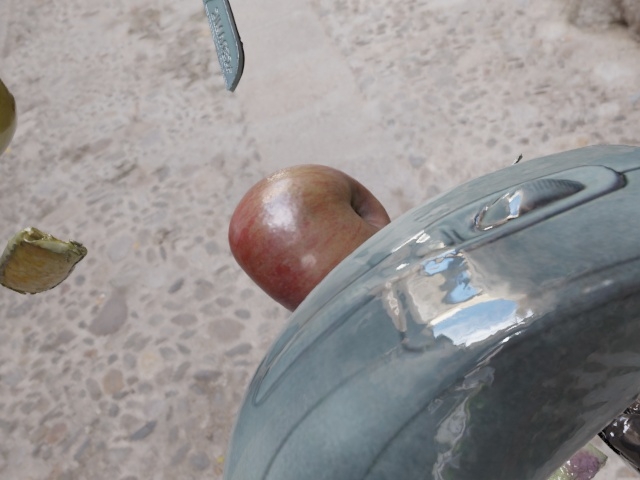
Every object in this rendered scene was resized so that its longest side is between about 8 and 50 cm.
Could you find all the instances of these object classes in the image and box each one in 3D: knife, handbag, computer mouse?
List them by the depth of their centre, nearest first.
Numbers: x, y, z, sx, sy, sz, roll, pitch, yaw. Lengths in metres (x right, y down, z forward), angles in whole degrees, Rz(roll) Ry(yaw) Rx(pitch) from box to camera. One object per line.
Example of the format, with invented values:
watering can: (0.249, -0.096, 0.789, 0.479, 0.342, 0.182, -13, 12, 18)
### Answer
computer mouse: (0.072, 0.056, 0.469, 0.371, 0.122, 0.188, -40, 27, 3)
knife: (-0.105, -0.239, 0.799, 0.028, 0.015, 0.210, -22, 73, 15)
handbag: (0.474, 0.313, 1.086, 0.088, 0.244, 0.275, -43, 81, 7)

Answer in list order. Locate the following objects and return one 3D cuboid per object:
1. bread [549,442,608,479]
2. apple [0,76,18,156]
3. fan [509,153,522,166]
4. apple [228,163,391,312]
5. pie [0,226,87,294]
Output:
bread: (0.252, 0.294, 1.286, 0.338, 0.155, 0.187, 40, 91, 23)
apple: (-0.682, -0.233, 1.465, 0.262, 0.262, 0.262, -13, 40, 11)
fan: (0.309, -0.082, 1.529, 0.227, 0.008, 0.152, -48, 2, -20)
apple: (0.000, 0.000, 1.603, 0.269, 0.344, 0.345, -47, 40, 6)
pie: (-0.495, 0.041, 1.442, 0.282, 0.128, 0.068, -32, 44, 54)
